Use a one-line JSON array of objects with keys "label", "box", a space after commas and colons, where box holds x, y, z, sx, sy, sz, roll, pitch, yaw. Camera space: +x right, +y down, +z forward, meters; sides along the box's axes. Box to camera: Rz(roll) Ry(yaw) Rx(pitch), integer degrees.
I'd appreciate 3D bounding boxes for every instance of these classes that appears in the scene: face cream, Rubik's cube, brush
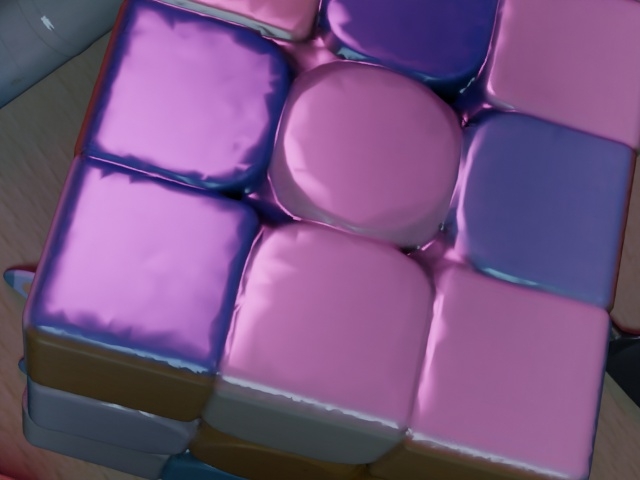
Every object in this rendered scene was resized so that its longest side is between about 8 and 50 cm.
[{"label": "face cream", "box": [-0.216, -0.184, 1.068, 0.250, 0.077, 0.077, -32, 115, 21]}, {"label": "Rubik's cube", "box": [0.000, 0.000, 0.941, 0.347, 0.346, 0.344, 16, 157, -7]}, {"label": "brush", "box": [0.284, 0.096, 1.240, 0.063, 0.016, 0.193, -35, 114, 23]}]

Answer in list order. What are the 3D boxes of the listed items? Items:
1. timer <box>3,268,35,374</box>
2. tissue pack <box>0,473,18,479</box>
[{"label": "timer", "box": [-0.183, 0.123, 1.215, 0.255, 0.175, 0.175, 4, 123, 4]}, {"label": "tissue pack", "box": [-0.398, 0.286, 1.325, 0.222, 0.186, 0.090, 21, 109, -8]}]
